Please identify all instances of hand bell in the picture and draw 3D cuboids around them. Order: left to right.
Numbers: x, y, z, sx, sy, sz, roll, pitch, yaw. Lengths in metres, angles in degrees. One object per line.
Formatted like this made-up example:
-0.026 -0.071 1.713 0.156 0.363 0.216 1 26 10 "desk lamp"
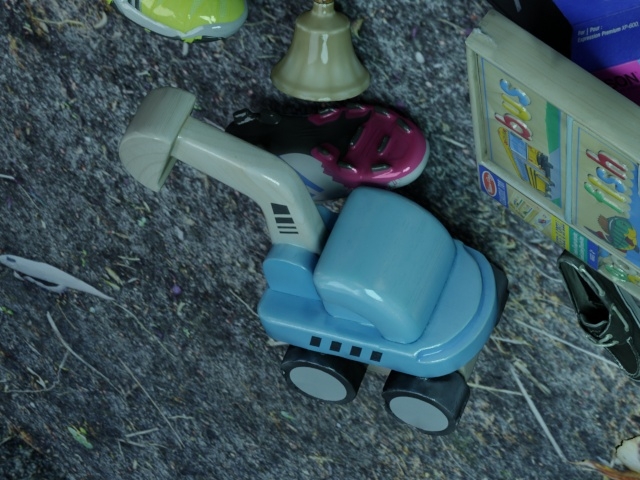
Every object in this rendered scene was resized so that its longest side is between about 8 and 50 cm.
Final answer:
0.006 -0.303 2.327 0.126 0.126 0.242 23 127 29 "hand bell"

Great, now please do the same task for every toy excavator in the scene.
0.000 0.000 2.384 0.433 0.222 0.445 13 148 21 "toy excavator"

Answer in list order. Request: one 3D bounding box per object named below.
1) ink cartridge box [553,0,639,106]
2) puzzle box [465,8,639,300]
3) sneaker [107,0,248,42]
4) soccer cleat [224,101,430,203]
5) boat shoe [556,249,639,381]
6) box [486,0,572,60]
0.393 -0.143 2.019 0.176 0.069 0.371 -13 128 43 "ink cartridge box"
0.286 -0.079 2.140 0.272 0.052 0.409 37 168 19 "puzzle box"
-0.236 -0.405 2.412 0.385 0.145 0.147 45 145 -2 "sneaker"
0.021 -0.105 2.502 0.331 0.116 0.143 8 153 38 "soccer cleat"
0.350 0.095 2.378 0.078 0.070 0.219 -6 121 48 "boat shoe"
0.287 -0.315 2.035 0.293 0.073 0.295 43 145 1 "box"
